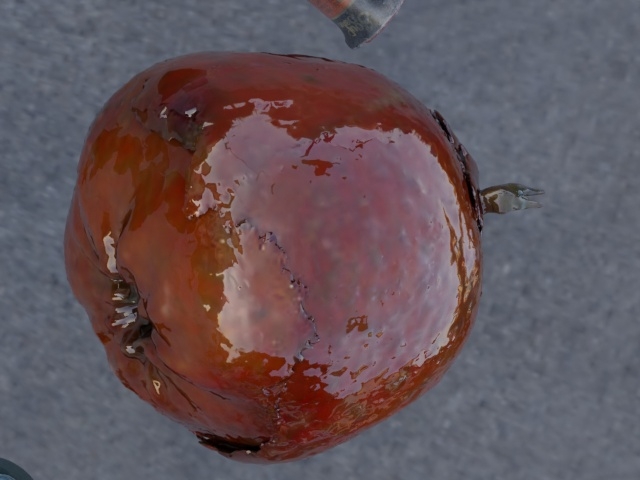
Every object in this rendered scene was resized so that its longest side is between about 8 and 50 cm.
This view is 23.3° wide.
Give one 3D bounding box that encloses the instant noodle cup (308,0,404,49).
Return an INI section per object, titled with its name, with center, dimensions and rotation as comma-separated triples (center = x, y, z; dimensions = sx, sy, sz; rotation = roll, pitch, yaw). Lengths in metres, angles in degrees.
[instant noodle cup]
center = 0.016, -0.280, 1.555
dimensions = 0.136, 0.127, 0.127
rotation = 31, 81, -16

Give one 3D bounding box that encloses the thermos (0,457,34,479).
[thermos]
center = -0.331, 0.292, 1.343
dimensions = 0.286, 0.145, 0.182
rotation = -43, 153, 29

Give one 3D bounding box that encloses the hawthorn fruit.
[hawthorn fruit]
center = 0.000, 0.000, 0.997
dimensions = 0.308, 0.276, 0.276
rotation = -12, 111, -21
